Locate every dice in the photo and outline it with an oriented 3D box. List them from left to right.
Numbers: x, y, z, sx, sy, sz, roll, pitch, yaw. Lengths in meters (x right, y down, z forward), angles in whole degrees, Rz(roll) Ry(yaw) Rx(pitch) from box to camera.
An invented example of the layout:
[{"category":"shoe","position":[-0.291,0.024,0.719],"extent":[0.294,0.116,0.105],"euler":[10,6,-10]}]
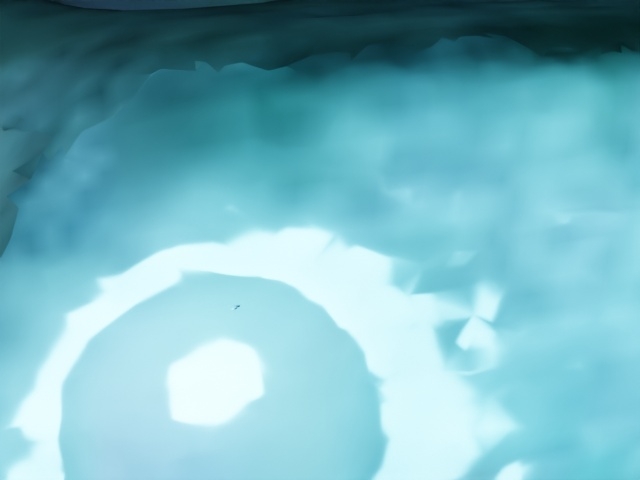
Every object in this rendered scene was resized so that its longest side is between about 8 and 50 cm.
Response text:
[{"category":"dice","position":[0.007,0.052,0.526],"extent":[0.330,0.348,0.328],"euler":[-120,29,-69]}]
